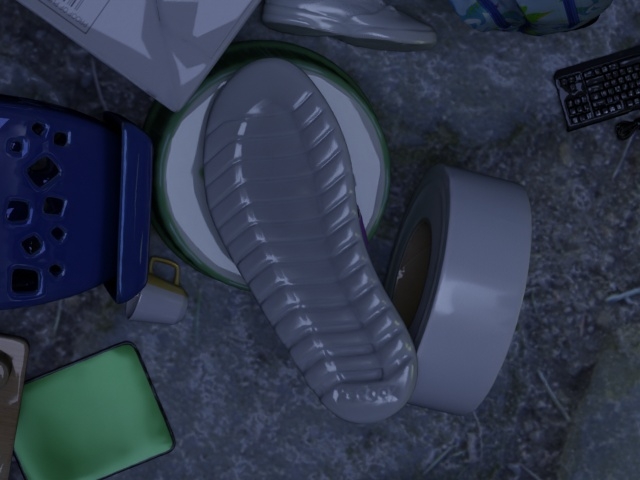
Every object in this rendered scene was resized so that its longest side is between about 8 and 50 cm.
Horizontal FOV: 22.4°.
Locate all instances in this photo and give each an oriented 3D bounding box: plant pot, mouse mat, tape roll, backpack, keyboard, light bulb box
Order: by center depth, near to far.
[{"bbox_3d":[-0.224,-0.352,1.714,0.358,0.361,0.225,36,100,-11],"label":"light bulb box"},{"bbox_3d":[0.228,-0.353,1.789,0.273,0.355,0.290,-15,101,-5],"label":"backpack"},{"bbox_3d":[-0.304,-0.045,1.826,0.212,0.236,0.236,2,97,-14],"label":"plant pot"},{"bbox_3d":[0.148,0.058,1.873,0.100,0.286,0.286,14,96,-10],"label":"tape roll"},{"bbox_3d":[-0.289,0.223,1.976,0.189,0.007,0.153,-22,100,-5],"label":"mouse mat"},{"bbox_3d":[0.386,-0.183,2.004,0.180,0.023,0.108,-17,100,-4],"label":"keyboard"}]

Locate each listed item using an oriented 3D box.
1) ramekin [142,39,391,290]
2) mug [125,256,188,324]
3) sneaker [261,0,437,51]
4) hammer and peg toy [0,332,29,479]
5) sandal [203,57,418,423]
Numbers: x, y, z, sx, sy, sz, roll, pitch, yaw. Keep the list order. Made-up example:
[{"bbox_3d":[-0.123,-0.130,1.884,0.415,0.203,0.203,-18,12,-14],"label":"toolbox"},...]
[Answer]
[{"bbox_3d":[-0.061,-0.081,1.891,0.303,0.148,0.303,-1,98,-8],"label":"ramekin"},{"bbox_3d":[-0.192,0.066,1.941,0.064,0.062,0.078,16,102,-18],"label":"mug"},{"bbox_3d":[0.040,-0.282,1.919,0.212,0.080,0.094,11,85,-8],"label":"sneaker"},{"bbox_3d":[-0.537,0.214,1.880,0.361,0.127,0.266,9,98,-8],"label":"hammer and peg toy"},{"bbox_3d":[-0.015,0.005,1.784,0.169,0.102,0.416,-20,85,12],"label":"sandal"}]
